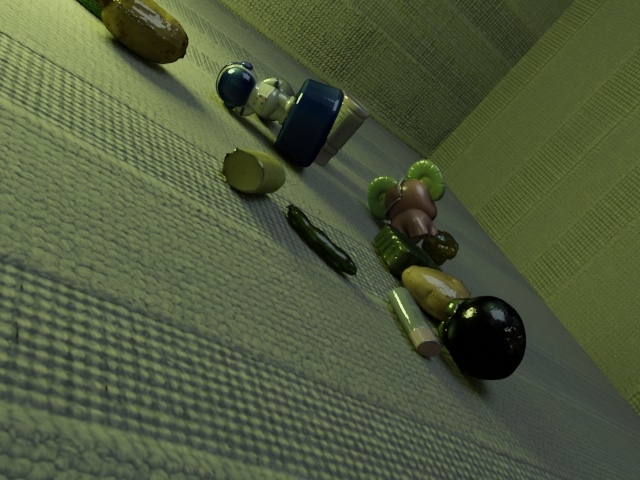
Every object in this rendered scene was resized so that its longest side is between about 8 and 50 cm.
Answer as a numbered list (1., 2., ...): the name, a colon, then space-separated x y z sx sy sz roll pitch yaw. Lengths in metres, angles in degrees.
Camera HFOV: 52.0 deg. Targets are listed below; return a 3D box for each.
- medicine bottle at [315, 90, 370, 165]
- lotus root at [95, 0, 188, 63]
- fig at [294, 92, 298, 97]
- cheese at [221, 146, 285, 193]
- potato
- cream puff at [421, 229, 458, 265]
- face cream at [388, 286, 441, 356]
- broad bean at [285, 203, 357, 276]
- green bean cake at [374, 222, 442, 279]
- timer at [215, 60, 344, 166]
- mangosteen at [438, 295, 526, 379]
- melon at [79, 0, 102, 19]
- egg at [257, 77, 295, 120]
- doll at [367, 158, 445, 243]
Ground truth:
1. medicine bottle: 0.050 -0.397 2.337 0.133 0.250 0.133 36 18 -14
2. lotus root: -0.495 -0.594 1.807 0.284 0.146 0.160 34 11 -40
3. fig: -0.045 -0.482 2.610 0.149 0.149 0.245 56 3 37
4. cheese: -0.162 -0.168 1.610 0.123 0.094 0.167 35 12 9
5. potato: 0.341 0.150 1.875 0.235 0.128 0.161 40 16 8
6. cream puff: 0.426 0.033 2.384 0.146 0.116 0.146 14 37 -11
7. face cream: 0.232 0.203 1.640 0.084 0.057 0.198 28 24 -35
8. broad bean: -0.002 0.000 1.629 0.254 0.046 0.065 45 18 11
9. green bean cake: 0.261 0.050 1.994 0.183 0.094 0.185 31 20 -30
10. timer: -0.147 -0.425 2.059 0.383 0.270 0.270 25 20 -9
11. mangosteen: 0.416 0.247 1.703 0.243 0.243 0.243 38 18 -15
12. melon: -0.626 -0.658 1.876 0.262 0.053 0.114 42 -1 -14
13. egg: -0.164 -0.483 2.249 0.146 0.146 0.198 43 26 1
14. doll: 0.297 -0.123 2.234 0.216 0.284 0.268 4 67 -63
